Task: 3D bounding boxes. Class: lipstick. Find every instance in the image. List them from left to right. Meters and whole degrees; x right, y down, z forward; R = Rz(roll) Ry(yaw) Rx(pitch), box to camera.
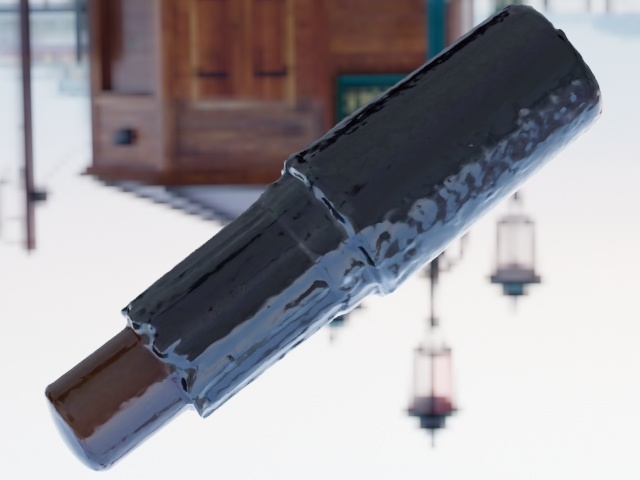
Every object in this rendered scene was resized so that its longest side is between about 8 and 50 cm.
[{"bbox_3d":[0.000,0.000,0.909,0.300,0.081,0.081,-37,-166,-8],"label":"lipstick"}]
